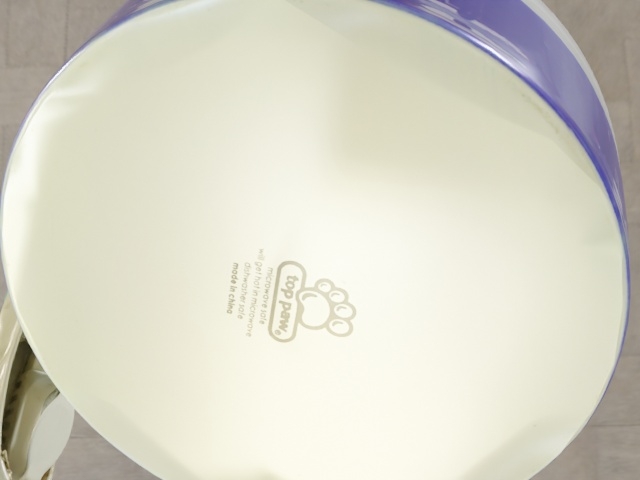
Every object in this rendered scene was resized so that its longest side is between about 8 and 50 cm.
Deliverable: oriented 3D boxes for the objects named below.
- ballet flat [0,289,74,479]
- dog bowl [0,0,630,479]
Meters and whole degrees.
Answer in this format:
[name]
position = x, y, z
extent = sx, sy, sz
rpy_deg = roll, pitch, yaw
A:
[ballet flat]
position = -0.209, 0.099, 0.741
extent = 0.086, 0.086, 0.249
rpy_deg = 5, 57, 5
[dog bowl]
position = 0.000, 0.000, 0.435
extent = 0.264, 0.104, 0.265
rpy_deg = 6, 121, 9
